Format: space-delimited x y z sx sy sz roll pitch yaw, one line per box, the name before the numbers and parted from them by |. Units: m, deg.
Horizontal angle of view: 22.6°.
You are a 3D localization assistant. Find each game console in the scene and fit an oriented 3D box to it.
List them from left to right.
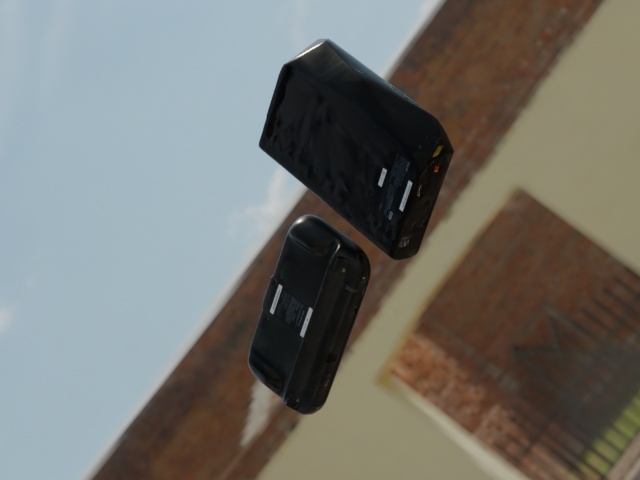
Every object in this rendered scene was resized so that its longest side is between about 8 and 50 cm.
game console | 0.000 0.000 1.567 0.044 0.213 0.361 -8 -52 -41
